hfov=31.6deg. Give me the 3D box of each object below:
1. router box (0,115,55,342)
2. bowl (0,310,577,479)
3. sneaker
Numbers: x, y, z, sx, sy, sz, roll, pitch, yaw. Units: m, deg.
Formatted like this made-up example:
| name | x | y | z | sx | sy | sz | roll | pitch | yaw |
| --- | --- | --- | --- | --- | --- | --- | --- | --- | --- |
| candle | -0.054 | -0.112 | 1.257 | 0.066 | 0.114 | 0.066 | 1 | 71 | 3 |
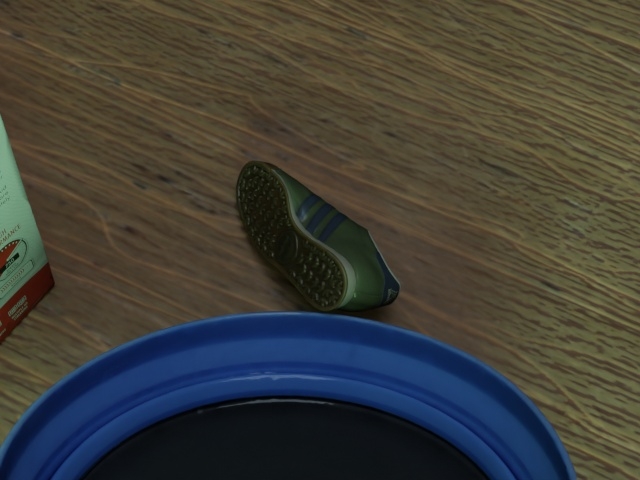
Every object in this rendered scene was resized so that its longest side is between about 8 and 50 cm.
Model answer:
| name | x | y | z | sx | sy | sz | roll | pitch | yaw |
| --- | --- | --- | --- | --- | --- | --- | --- | --- | --- |
| router box | -0.350 | 0.057 | 0.798 | 0.082 | 0.301 | 0.335 | 30 | 62 | 15 |
| bowl | -0.023 | 0.182 | 0.775 | 0.391 | 0.077 | 0.391 | 1 | 29 | 0 |
| sneaker | 0.000 | 0.000 | 0.997 | 0.086 | 0.064 | 0.192 | 9 | 29 | -39 |
